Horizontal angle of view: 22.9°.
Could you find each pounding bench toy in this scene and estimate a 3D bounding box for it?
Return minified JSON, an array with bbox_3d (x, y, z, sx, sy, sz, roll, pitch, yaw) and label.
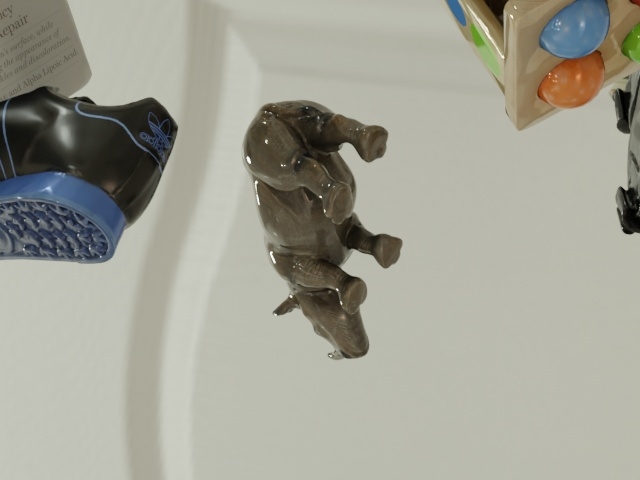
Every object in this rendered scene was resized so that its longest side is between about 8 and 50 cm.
[{"bbox_3d":[0.056,-0.061,0.376,0.065,0.052,0.083,59,174,24],"label":"pounding bench toy"}]

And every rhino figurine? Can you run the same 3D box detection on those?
[{"bbox_3d":[0.000,0.000,1.118,0.073,0.106,0.243,-39,-38,-28],"label":"rhino figurine"}]

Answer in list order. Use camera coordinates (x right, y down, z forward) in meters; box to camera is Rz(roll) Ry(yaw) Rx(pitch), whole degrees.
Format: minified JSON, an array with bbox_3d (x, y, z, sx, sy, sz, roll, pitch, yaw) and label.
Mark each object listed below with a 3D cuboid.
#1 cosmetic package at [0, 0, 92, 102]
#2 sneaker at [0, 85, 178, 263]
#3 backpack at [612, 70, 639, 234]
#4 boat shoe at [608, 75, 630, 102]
[{"bbox_3d":[-0.245,-0.184,1.025,0.117,0.085,0.231,-40,-50,-33],"label":"cosmetic package"},{"bbox_3d":[-0.179,-0.043,0.918,0.090,0.232,0.081,-59,-43,-28],"label":"sneaker"},{"bbox_3d":[0.337,-0.166,1.030,0.290,0.273,0.356,-76,-13,-49],"label":"backpack"},{"bbox_3d":[0.387,-0.126,1.467,0.285,0.103,0.092,16,-84,-31],"label":"boat shoe"}]
